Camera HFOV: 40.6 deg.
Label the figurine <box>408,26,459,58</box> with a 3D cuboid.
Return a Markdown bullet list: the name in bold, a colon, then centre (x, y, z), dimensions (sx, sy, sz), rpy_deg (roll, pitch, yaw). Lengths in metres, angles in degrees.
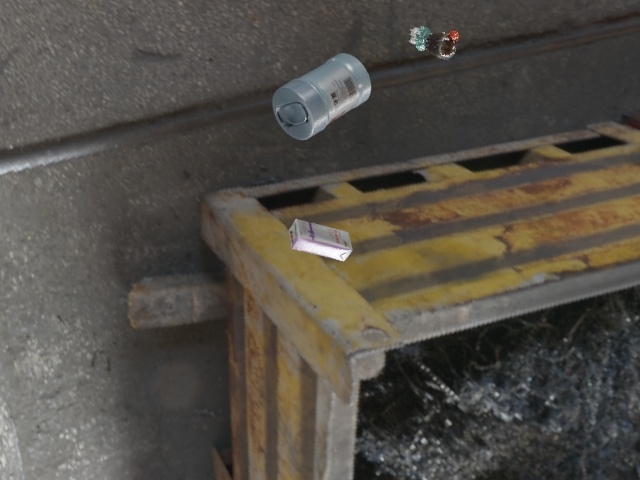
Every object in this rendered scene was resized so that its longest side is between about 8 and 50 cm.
- **figurine**: centre (0.225, -0.399, 1.720), dimensions (0.047, 0.106, 0.060), rpy_deg (-7, 119, -51)

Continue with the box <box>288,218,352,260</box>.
- **box**: centre (0.000, 0.000, 1.621), dimensions (0.117, 0.050, 0.036), rpy_deg (15, 133, -26)

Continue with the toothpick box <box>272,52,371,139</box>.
- **toothpick box**: centre (0.003, -0.254, 1.520), dimensions (0.153, 0.101, 0.101), rpy_deg (-36, 128, -32)
